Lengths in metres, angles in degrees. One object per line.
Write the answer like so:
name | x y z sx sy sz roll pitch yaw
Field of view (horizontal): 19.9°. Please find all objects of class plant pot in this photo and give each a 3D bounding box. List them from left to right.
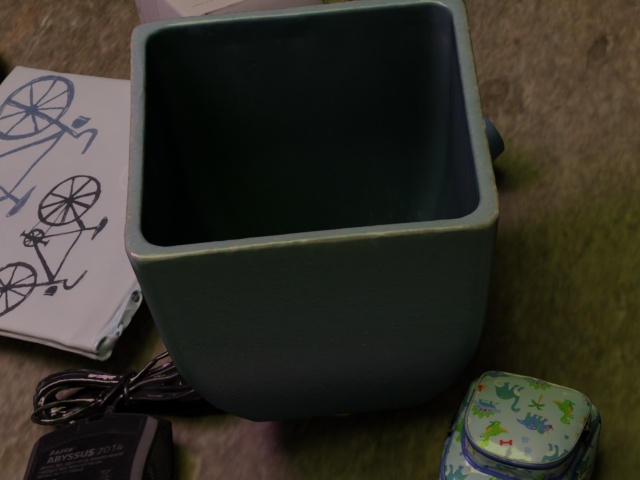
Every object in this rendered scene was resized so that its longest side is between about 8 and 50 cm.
plant pot | 0.000 0.000 1.351 0.247 0.252 0.247 -6 45 2

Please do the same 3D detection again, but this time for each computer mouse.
computer mouse | -0.161 0.197 1.394 0.188 0.072 0.272 -9 34 20

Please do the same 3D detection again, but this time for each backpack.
backpack | 0.134 0.151 1.264 0.105 0.084 0.114 14 51 14

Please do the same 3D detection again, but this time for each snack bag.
snack bag | -0.234 -0.036 1.653 0.342 0.037 0.323 8 51 34

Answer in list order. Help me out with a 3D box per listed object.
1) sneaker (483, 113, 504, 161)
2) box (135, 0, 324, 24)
sneaker | 0.050 -0.088 1.555 0.232 0.081 0.090 21 63 45
box | -0.085 -0.210 1.682 0.130 0.091 0.170 -21 32 -15
